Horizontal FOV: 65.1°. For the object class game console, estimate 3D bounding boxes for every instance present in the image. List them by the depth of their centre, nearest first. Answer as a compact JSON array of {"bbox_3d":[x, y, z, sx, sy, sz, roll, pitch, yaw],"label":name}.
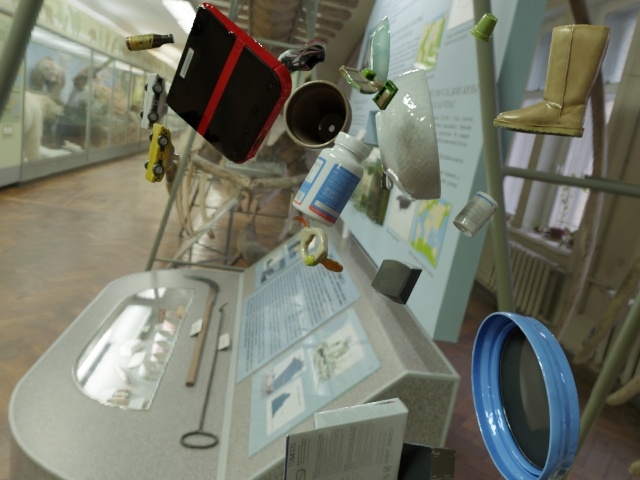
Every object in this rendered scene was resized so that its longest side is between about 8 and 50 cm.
[{"bbox_3d":[-0.283,-0.446,1.505,0.342,0.386,0.060,43,43,2],"label":"game console"}]

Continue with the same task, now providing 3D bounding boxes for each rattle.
[{"bbox_3d":[0.000,0.000,1.688,0.143,0.130,0.199,3,41,-26],"label":"rattle"}]

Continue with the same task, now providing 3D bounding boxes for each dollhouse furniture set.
[{"bbox_3d":[0.095,-0.318,1.062,0.152,0.058,0.076,-10,58,-45],"label":"dollhouse furniture set"}]

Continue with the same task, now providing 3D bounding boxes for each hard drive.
[{"bbox_3d":[0.300,0.157,2.039,0.054,0.172,0.255,29,-4,-21],"label":"hard drive"}]

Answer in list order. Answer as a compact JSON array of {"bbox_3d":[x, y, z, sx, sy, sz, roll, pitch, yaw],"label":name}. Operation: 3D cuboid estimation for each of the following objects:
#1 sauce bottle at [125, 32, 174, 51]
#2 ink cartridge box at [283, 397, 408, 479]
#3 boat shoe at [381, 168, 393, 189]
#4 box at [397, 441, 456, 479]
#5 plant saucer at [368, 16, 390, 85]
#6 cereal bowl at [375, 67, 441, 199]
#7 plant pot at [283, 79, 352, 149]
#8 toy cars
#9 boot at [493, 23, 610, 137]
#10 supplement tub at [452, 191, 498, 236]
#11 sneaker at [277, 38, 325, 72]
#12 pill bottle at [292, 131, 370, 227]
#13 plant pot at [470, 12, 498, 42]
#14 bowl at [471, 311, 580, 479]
[{"bbox_3d":[-0.472,-0.554,1.393,0.128,0.042,0.042,-11,14,-3],"label":"sauce bottle"},{"bbox_3d":[0.052,0.579,1.295,0.330,0.324,0.071,-2,21,-19],"label":"ink cartridge box"},{"bbox_3d":[0.229,-0.237,1.738,0.038,0.125,0.046,1,6,41],"label":"boat shoe"},{"bbox_3d":[0.310,0.691,1.453,0.103,0.184,0.261,1,-21,29],"label":"box"},{"bbox_3d":[0.157,-0.506,1.372,0.037,0.194,0.195,-1,13,-2],"label":"plant saucer"},{"bbox_3d":[0.226,-0.268,1.323,0.141,0.338,0.339,-7,9,11],"label":"cereal bowl"},{"bbox_3d":[0.018,-0.466,1.964,0.263,0.263,0.229,14,2,19],"label":"plant pot"},{"bbox_3d":[-0.529,-0.372,1.665,0.087,0.393,0.176,5,-28,-37],"label":"toy cars"},{"bbox_3d":[0.594,-0.413,1.304,0.236,0.269,0.089,10,9,16],"label":"boot"},{"bbox_3d":[0.411,-0.070,1.331,0.071,0.107,0.071,42,-4,4],"label":"supplement tub"},{"bbox_3d":[-0.063,-0.570,1.596,0.178,0.077,0.072,-23,-28,25],"label":"sneaker"},{"bbox_3d":[0.033,-0.155,1.270,0.124,0.221,0.124,31,6,-3],"label":"pill bottle"},{"bbox_3d":[0.605,-0.781,1.832,0.083,0.079,0.083,15,45,-15],"label":"plant pot"},{"bbox_3d":[0.467,0.364,1.177,0.077,0.391,0.391,0,13,-6],"label":"bowl"}]
